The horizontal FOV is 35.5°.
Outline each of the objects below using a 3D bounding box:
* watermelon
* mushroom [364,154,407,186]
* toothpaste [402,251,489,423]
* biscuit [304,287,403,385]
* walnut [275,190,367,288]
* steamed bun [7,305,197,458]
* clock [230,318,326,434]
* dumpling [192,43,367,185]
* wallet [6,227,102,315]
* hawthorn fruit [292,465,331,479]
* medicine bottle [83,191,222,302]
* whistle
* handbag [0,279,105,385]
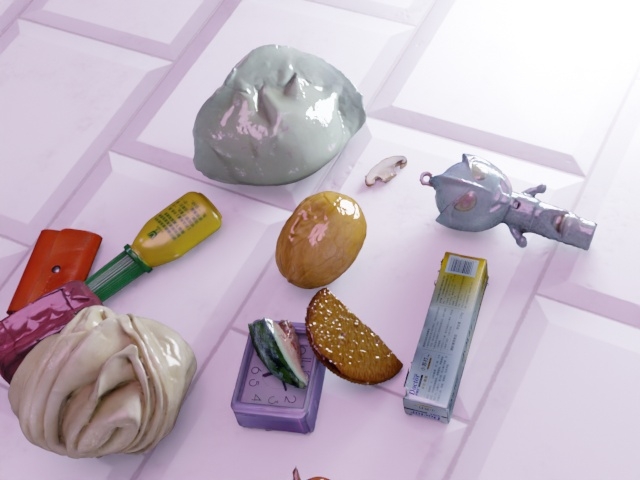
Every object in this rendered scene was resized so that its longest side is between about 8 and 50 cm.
[{"bbox_3d":[-0.070,0.186,1.742,0.080,0.101,0.155,-11,61,-11],"label":"watermelon"},{"bbox_3d":[0.134,-0.143,2.054,0.101,0.019,0.049,-30,54,-7],"label":"mushroom"},{"bbox_3d":[0.226,0.167,1.784,0.089,0.071,0.313,11,58,16],"label":"toothpaste"},{"bbox_3d":[0.044,0.185,1.778,0.206,0.025,0.126,45,53,7],"label":"biscuit"},{"bbox_3d":[0.000,0.000,1.900,0.159,0.159,0.207,27,71,27],"label":"walnut"},{"bbox_3d":[-0.382,0.253,1.717,0.289,0.203,0.276,22,88,-2],"label":"steamed bun"},{"bbox_3d":[-0.068,0.243,1.790,0.144,0.073,0.193,3,55,14],"label":"clock"},{"bbox_3d":[-0.102,-0.238,2.069,0.270,0.212,0.320,50,57,-3],"label":"dumpling"},{"bbox_3d":[-0.539,0.069,2.027,0.142,0.045,0.204,5,57,15],"label":"wallet"},{"bbox_3d":[-0.013,0.463,1.556,0.173,0.179,0.173,-21,38,18],"label":"hawthorn fruit"},{"bbox_3d":[-0.341,0.016,2.004,0.309,0.076,0.111,-37,56,-15],"label":"medicine bottle"},{"bbox_3d":[0.350,-0.065,1.900,0.346,0.134,0.142,21,58,13],"label":"whistle"},{"bbox_3d":[-0.498,0.188,1.875,0.225,0.146,0.135,-30,49,-9],"label":"handbag"}]
